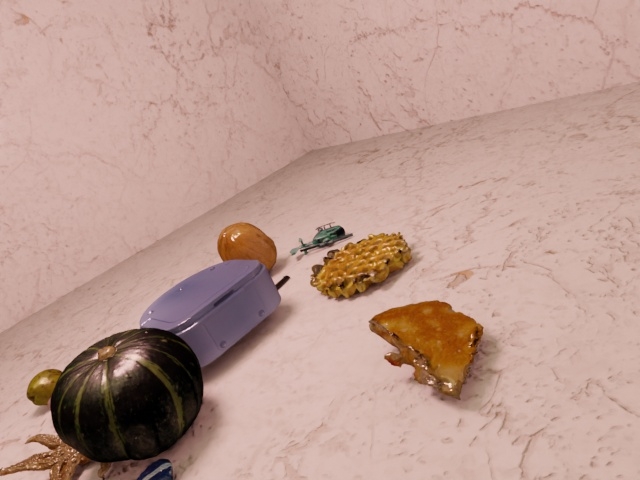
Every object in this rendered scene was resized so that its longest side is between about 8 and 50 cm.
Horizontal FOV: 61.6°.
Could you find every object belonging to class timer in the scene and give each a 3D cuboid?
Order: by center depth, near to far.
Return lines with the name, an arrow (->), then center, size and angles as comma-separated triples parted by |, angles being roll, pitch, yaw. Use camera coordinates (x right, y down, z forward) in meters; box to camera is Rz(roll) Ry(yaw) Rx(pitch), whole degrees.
timer -> -0.329, 0.213, 1.547 | 0.395, 0.173, 0.395 | -24, 19, 9

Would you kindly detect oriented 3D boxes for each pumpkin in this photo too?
pumpkin -> -0.420, 0.334, 1.183 | 0.324, 0.241, 0.323 | -9, 22, 4

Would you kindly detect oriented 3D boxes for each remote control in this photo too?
remote control -> -0.134, 0.141, 1.749 | 0.034, 0.016, 0.091 | -16, 19, 42

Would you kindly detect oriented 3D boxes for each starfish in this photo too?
starfish -> -0.591, 0.502, 1.254 | 0.303, 0.060, 0.299 | -10, 20, 12

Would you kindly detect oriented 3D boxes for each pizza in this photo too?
pizza -> 0.214, 0.199, 1.014 | 0.189, 0.071, 0.297 | -17, 19, -13

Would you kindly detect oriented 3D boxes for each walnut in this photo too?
walnut -> -0.262, 0.036, 1.892 | 0.195, 0.222, 0.195 | -26, 42, 25

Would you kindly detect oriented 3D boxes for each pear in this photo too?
pear -> -0.849, 0.458, 1.679 | 0.107, 0.107, 0.131 | -16, 8, 29

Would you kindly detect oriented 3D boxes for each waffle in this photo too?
waffle -> 0.110, 0.067, 1.545 | 0.329, 0.062, 0.329 | -25, 17, 8

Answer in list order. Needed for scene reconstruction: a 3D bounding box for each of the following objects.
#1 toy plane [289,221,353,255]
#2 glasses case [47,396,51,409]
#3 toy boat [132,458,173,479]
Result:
toy plane -> 0.000, 0.000, 1.912 | 0.235, 0.060, 0.096 | -19, 31, 6
glasses case -> -0.668, 0.448, 1.501 | 0.314, 0.075, 0.122 | -6, 29, 47
toy boat -> -0.396, 0.513, 1.015 | 0.291, 0.067, 0.220 | -28, 13, 33
